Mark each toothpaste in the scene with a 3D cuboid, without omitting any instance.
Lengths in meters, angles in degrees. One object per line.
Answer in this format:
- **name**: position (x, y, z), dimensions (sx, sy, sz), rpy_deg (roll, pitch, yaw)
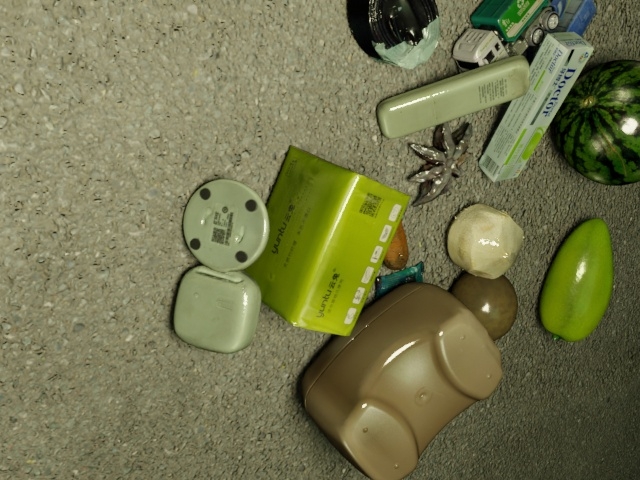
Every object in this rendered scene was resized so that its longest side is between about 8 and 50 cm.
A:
- **toothpaste**: position (0.441, -0.271, 1.362), dimensions (0.081, 0.067, 0.336), rpy_deg (-13, 142, -30)

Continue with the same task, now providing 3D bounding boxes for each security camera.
- **security camera**: position (-0.164, 0.044, 1.110), dimensions (0.080, 0.157, 0.302), rpy_deg (-17, 119, -69)

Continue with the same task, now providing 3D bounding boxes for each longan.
- **longan**: position (0.388, 0.144, 1.541), dimensions (0.185, 0.159, 0.204), rpy_deg (65, 36, -54)

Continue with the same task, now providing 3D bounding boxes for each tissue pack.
- **tissue pack**: position (0.000, 0.000, 1.161), dimensions (0.167, 0.200, 0.275), rpy_deg (19, 98, -41)
- **tissue pack**: position (0.155, 0.276, 1.352), dimensions (0.387, 0.277, 0.267), rpy_deg (-43, 119, -9)
- **tissue pack**: position (0.181, 0.101, 1.451), dimensions (0.138, 0.028, 0.085), rpy_deg (-16, 119, -25)

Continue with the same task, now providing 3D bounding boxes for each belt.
- **belt**: position (0.134, -0.395, 1.163), dimensions (0.151, 0.078, 0.198), rpy_deg (-53, 132, -7)

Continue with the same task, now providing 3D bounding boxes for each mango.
- **mango**: position (0.699, 0.106, 1.742), dimensions (0.192, 0.156, 0.343), rpy_deg (2, 108, -37)

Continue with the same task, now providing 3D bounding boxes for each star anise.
- **star anise**: position (0.255, -0.170, 1.360), dimensions (0.204, 0.061, 0.181), rpy_deg (-43, 128, -12)

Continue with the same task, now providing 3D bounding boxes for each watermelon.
- **watermelon**: position (0.682, -0.266, 1.479), dimensions (0.285, 0.285, 0.285), rpy_deg (-15, 118, -30)

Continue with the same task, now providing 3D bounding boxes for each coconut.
- **coconut**: position (0.374, 0.001, 1.456), dimensions (0.161, 0.162, 0.161), rpy_deg (-16, 119, -30)

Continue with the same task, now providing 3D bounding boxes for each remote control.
- **remote control**: position (0.261, -0.273, 1.257), dimensions (0.309, 0.038, 0.090), rpy_deg (-19, 131, 1)

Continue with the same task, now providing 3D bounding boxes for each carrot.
- **carrot**: position (0.147, -0.023, 1.353), dimensions (0.060, 0.060, 0.186), rpy_deg (-24, 117, -25)

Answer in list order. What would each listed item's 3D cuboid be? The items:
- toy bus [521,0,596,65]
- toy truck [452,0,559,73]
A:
- **toy bus**: position (0.497, -0.424, 1.401), dimensions (0.079, 0.094, 0.236), rpy_deg (28, 92, -39)
- **toy truck**: position (0.377, -0.430, 1.303), dimensions (0.253, 0.114, 0.124), rpy_deg (-49, 126, -5)
